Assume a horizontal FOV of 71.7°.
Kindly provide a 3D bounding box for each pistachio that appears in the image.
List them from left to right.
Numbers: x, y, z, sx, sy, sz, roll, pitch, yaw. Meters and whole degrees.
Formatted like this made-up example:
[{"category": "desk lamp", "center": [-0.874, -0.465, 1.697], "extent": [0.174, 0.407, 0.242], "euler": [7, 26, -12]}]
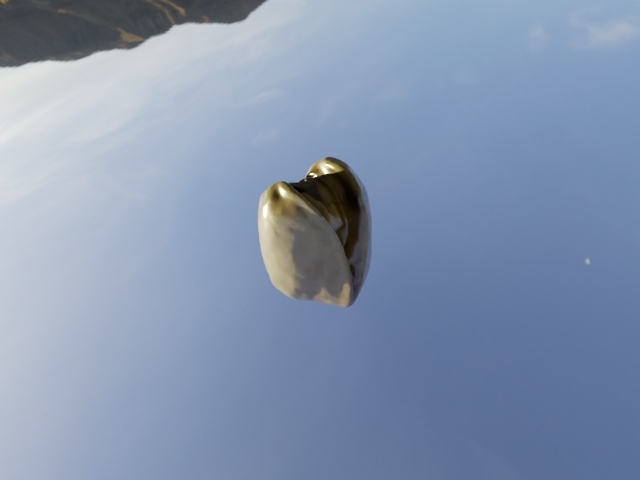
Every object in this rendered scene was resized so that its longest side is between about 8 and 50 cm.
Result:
[{"category": "pistachio", "center": [0.000, 0.000, 0.491], "extent": [0.129, 0.206, 0.131], "euler": [-38, -115, -20]}]
